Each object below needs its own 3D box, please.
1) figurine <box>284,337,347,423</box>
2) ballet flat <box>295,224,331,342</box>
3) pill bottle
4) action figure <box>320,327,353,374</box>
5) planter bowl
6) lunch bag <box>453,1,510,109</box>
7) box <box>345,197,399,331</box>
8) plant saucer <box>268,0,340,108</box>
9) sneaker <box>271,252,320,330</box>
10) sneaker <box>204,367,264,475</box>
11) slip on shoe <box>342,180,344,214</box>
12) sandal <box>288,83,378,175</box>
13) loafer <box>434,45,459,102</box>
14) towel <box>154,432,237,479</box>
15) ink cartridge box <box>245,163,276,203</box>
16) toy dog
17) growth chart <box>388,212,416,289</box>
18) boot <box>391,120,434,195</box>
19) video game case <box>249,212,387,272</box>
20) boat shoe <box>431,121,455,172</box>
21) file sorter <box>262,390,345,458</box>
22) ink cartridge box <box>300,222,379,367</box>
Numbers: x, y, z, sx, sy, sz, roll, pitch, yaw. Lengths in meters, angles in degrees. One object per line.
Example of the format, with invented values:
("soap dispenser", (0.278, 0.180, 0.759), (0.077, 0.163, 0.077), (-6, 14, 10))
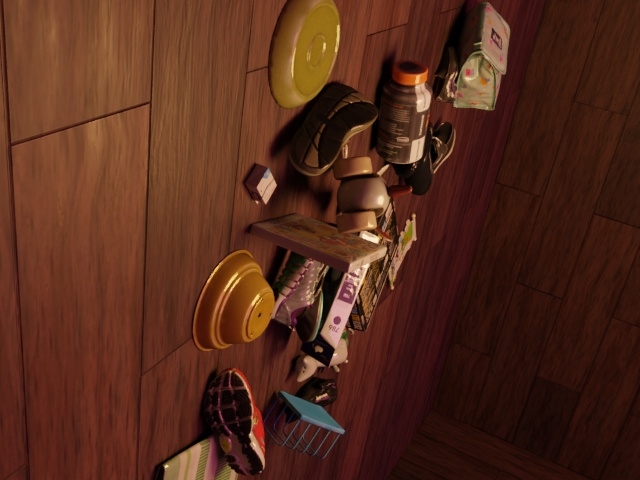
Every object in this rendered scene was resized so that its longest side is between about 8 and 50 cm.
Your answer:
("figurine", (-0.021, 0.384, 2.028), (0.209, 0.092, 0.215), (-19, 126, -59))
("ballet flat", (-0.035, 0.094, 1.713), (0.096, 0.095, 0.280), (17, 82, -27))
("pill bottle", (0.215, -0.330, 1.868), (0.130, 0.130, 0.246), (-47, 150, -44))
("action figure", (0.054, 0.276, 2.145), (0.137, 0.063, 0.232), (-41, 142, -45))
("planter bowl", (-0.153, 0.135, 1.454), (0.217, 0.090, 0.217), (-52, 154, -39))
("lunch bag", (0.494, -0.568, 2.253), (0.262, 0.160, 0.223), (77, 23, -60))
("box", (0.129, 0.054, 2.030), (0.257, 0.079, 0.322), (71, 37, -54))
("plant saucer", (-0.020, -0.363, 1.390), (0.241, 0.037, 0.241), (-52, 153, -39))
("sneaker", (-0.037, 0.092, 1.638), (0.098, 0.083, 0.224), (36, 90, -24))
("sneaker", (-0.181, 0.383, 1.604), (0.118, 0.107, 0.279), (-79, 164, -61))
("slip on shoe", (0.076, -0.124, 1.849), (0.041, 0.051, 0.135), (-120, -151, -64))
("sandal", (0.016, -0.231, 1.535), (0.303, 0.120, 0.086), (-49, 179, -39))
("loafer", (0.378, -0.501, 2.211), (0.062, 0.061, 0.170), (-149, -123, -70))
("towel", (-0.271, 0.536, 1.617), (0.325, 0.038, 0.248), (-16, 123, -62))
("ink cartridge box", (-0.112, -0.105, 1.415), (0.048, 0.028, 0.083), (-62, 158, -18))
("toy dog", (0.117, -0.097, 1.605), (0.334, 0.161, 0.220), (-78, 163, -73))
("growth chart", (0.280, 0.035, 2.524), (0.237, 0.021, 0.172), (-62, 157, -20))
("boot", (0.262, -0.219, 2.132), (0.207, 0.094, 0.246), (-44, 141, -55))
("video game case", (0.000, 0.000, 1.509), (0.206, 0.227, 0.026), (-19, 128, -64))
("boat shoe", (0.369, -0.296, 2.345), (0.233, 0.084, 0.079), (-57, 157, -22))
("file sorter", (-0.048, 0.485, 1.909), (0.170, 0.118, 0.104), (31, 93, -40))
("ink cartridge box", (0.022, 0.126, 1.779), (0.065, 0.165, 0.333), (22, 86, -29))
